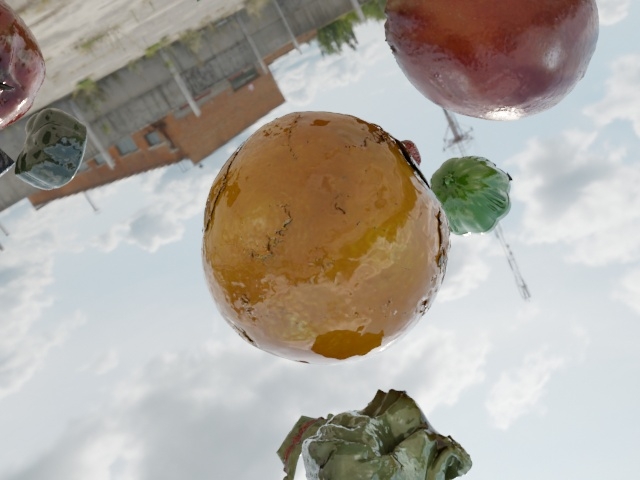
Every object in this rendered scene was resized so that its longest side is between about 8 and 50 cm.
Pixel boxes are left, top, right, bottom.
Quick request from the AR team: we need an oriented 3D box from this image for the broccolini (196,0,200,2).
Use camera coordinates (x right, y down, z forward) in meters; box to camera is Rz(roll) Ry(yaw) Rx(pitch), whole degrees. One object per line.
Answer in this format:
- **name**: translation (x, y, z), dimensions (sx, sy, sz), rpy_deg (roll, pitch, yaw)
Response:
- **broccolini**: translation (-0.250, -0.704, 1.587), dimensions (0.216, 0.058, 0.067), rpy_deg (-12, -161, 24)

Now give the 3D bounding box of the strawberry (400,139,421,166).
- **strawberry**: translation (0.164, -0.165, 1.157), dimensions (0.073, 0.083, 0.073), rpy_deg (1, -133, -1)

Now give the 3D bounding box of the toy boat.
- **toy boat**: translation (-0.043, 0.453, 1.322), dimensions (0.185, 0.071, 0.089), rpy_deg (-53, 174, -16)

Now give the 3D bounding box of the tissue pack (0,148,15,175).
- **tissue pack**: translation (-0.752, -0.154, 1.253), dimensions (0.051, 0.112, 0.156), rpy_deg (-19, -149, 47)

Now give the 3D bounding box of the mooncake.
- **mooncake**: translation (-0.589, -0.200, 1.278), dimensions (0.168, 0.104, 0.175), rpy_deg (-47, -132, 20)

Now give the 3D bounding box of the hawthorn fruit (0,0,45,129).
- **hawthorn fruit**: translation (-0.553, -0.273, 0.942), dimensions (0.300, 0.254, 0.254), rpy_deg (26, -129, 29)

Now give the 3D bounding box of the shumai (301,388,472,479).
- **shumai**: translation (0.069, 0.234, 0.542), dimensions (0.141, 0.184, 0.184), rpy_deg (-23, -161, -15)

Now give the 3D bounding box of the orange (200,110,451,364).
- **orange**: translation (0.000, 0.000, 0.570), dimensions (0.246, 0.246, 0.246), rpy_deg (-25, -159, 10)

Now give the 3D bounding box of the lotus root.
- **lotus root**: translation (0.295, -0.109, 1.235), dimensions (0.186, 0.186, 0.186), rpy_deg (-25, -159, 10)

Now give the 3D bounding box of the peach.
- **peach**: translation (0.265, -0.302, 0.842), dimensions (0.361, 0.258, 0.201), rpy_deg (-4, -159, -40)
